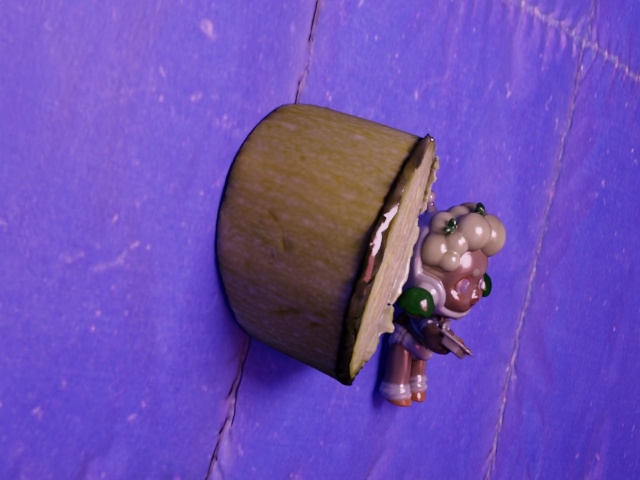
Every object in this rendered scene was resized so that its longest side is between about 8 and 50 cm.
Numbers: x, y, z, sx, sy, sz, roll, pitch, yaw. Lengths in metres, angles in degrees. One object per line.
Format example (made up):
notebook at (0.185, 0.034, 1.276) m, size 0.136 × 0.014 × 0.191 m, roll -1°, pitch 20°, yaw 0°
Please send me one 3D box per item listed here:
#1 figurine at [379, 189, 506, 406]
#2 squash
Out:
figurine at (0.108, 0.055, 1.555) m, size 0.147 × 0.093 × 0.197 m, roll -14°, pitch 114°, yaw -58°
squash at (0.012, 0.004, 1.410) m, size 0.220 × 0.133 × 0.220 m, roll 15°, pitch 90°, yaw -73°
